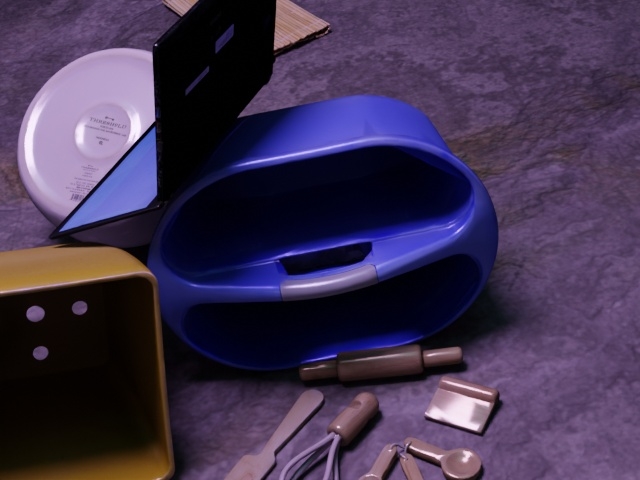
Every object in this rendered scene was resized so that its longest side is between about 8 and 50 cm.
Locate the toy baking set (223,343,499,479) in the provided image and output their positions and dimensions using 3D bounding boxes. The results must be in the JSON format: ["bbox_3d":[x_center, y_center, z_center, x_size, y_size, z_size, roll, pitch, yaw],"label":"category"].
[{"bbox_3d":[0.039,0.171,1.031,0.256,0.030,0.197,-4,38,9],"label":"toy baking set"}]

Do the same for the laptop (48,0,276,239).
[{"bbox_3d":[-0.149,-0.146,1.050,0.136,0.264,0.234,19,45,13],"label":"laptop"}]

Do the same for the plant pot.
[{"bbox_3d":[-0.265,0.106,1.042,0.212,0.212,0.187,-8,22,-15],"label":"plant pot"}]

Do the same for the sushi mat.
[{"bbox_3d":[-0.125,-0.363,1.781,0.151,0.019,0.316,-25,40,-21],"label":"sushi mat"}]

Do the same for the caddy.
[{"bbox_3d":[0.000,0.000,1.095,0.341,0.241,0.179,-11,33,0],"label":"caddy"}]

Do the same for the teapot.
[{"bbox_3d":[-0.218,-0.093,1.327,0.252,0.187,0.256,-32,65,2],"label":"teapot"}]
